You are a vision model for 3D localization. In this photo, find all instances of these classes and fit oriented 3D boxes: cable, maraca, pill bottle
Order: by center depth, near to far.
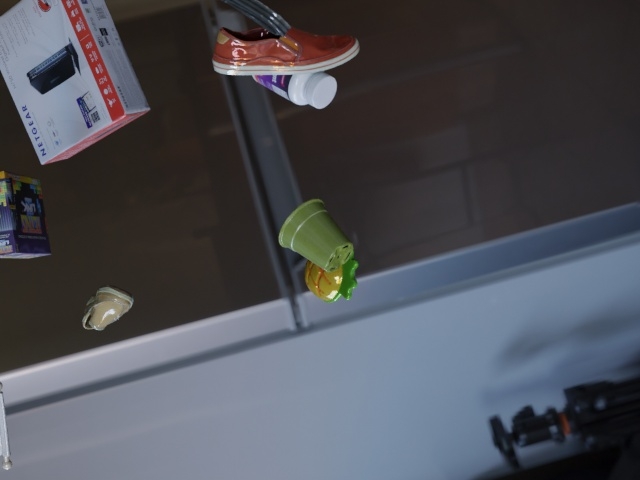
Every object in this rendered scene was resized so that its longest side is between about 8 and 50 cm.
[{"bbox_3d":[-0.166,-0.452,1.648,0.287,0.072,0.139,30,171,28],"label":"cable"},{"bbox_3d":[0.029,0.069,1.992,0.186,0.099,0.127,0,90,62],"label":"maraca"},{"bbox_3d":[-0.059,-0.378,2.191,0.193,0.108,0.108,33,150,31],"label":"pill bottle"}]

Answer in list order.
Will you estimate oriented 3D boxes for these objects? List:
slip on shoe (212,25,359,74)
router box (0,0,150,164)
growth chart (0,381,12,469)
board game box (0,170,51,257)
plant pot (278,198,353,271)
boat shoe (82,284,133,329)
[{"bbox_3d":[-0.072,-0.426,2.076,0.123,0.331,0.101,-118,26,-59],"label":"slip on shoe"},{"bbox_3d":[-0.558,-0.375,2.078,0.082,0.301,0.335,-25,-88,-55],"label":"router box"},{"bbox_3d":[-0.608,0.287,1.563,0.021,0.237,0.171,-30,-53,-67],"label":"growth chart"},{"bbox_3d":[-0.526,-0.041,1.643,0.170,0.048,0.141,12,-112,-86],"label":"board game box"},{"bbox_3d":[0.000,0.000,1.275,0.079,0.083,0.083,43,159,26],"label":"plant pot"},{"bbox_3d":[-0.403,0.135,1.779,0.190,0.068,0.072,-31,32,61],"label":"boat shoe"}]
